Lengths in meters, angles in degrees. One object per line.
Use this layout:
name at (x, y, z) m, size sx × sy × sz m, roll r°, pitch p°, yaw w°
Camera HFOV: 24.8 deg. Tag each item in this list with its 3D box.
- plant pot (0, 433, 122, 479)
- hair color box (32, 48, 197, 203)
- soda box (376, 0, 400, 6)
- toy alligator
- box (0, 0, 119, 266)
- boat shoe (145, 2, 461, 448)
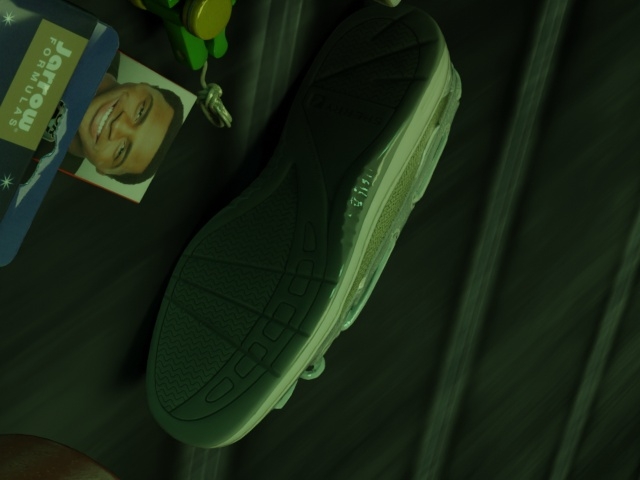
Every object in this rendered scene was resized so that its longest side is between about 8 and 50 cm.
plant pot at (-0.208, 0.241, 0.718) m, size 0.265 × 0.272 × 0.272 m, roll -31°, pitch 141°, yaw -54°
hair color box at (-0.129, -0.073, 0.758) m, size 0.072 × 0.043 × 0.141 m, roll -61°, pitch 153°, yaw 3°
soda box at (0.067, -0.254, 0.886) m, size 0.216 × 0.069 × 0.074 m, roll -56°, pitch 152°, yaw -8°
toy alligator at (-0.068, -0.134, 0.786) m, size 0.051 × 0.056 × 0.190 m, roll -50°, pitch 149°, yaw -17°
box at (-0.186, -0.067, 0.626) m, size 0.225 × 0.036 × 0.136 m, roll 21°, pitch 97°, yaw -49°
boat shoe at (-0.001, -0.002, 0.964) m, size 0.320 × 0.118 × 0.103 m, roll -63°, pitch 148°, yaw -10°
